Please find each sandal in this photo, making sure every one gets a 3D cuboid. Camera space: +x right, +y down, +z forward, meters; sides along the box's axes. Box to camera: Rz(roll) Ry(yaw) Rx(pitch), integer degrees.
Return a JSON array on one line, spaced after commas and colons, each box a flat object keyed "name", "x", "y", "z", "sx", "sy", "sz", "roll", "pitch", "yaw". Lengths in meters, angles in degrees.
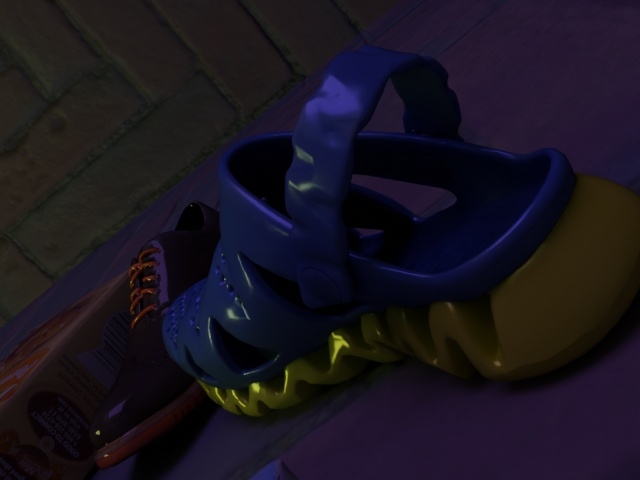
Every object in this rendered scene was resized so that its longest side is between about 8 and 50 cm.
[{"name": "sandal", "x": 0.000, "y": 0.000, "z": 0.428, "sx": 0.317, "sy": 0.138, "sz": 0.126, "roll": -26, "pitch": 21, "yaw": 50}]

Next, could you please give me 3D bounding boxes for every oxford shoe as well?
[{"name": "oxford shoe", "x": -0.115, "y": 0.057, "z": 0.624, "sx": 0.097, "sy": 0.098, "sz": 0.271, "roll": -35, "pitch": 15, "yaw": 22}]

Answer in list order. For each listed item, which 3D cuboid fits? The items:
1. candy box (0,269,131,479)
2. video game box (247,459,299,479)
[{"name": "candy box", "x": -0.252, "y": 0.171, "z": 0.654, "sx": 0.183, "sy": 0.087, "sz": 0.316, "roll": -28, "pitch": 18, "yaw": 41}, {"name": "video game box", "x": -0.070, "y": 0.177, "z": 0.238, "sx": 0.205, "sy": 0.048, "sz": 0.187, "roll": -39, "pitch": 15, "yaw": 2}]
